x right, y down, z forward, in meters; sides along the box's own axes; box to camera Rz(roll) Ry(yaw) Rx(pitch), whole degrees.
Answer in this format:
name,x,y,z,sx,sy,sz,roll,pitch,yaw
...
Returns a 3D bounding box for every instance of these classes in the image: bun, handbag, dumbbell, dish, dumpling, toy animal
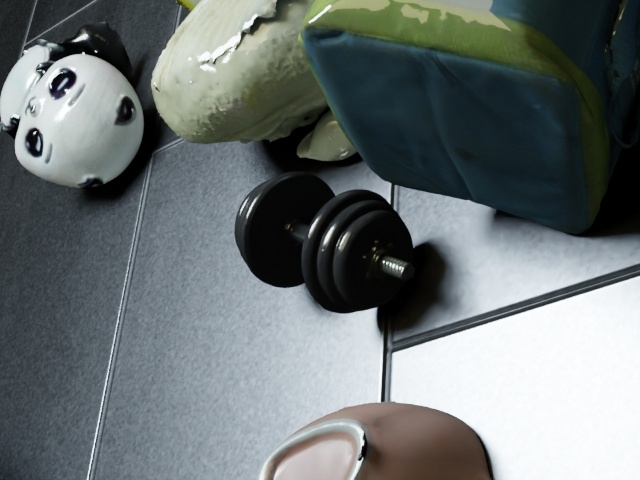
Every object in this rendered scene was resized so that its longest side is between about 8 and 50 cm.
name,x,y,z,sx,sy,sz,roll,pitch,yaw
bun,-0.042,-0.173,1.065,0.239,0.141,0.239,-35,21,15
handbag,0.129,-0.165,0.802,0.222,0.263,0.241,15,72,26
dumbbell,0.000,0.000,0.936,0.208,0.099,0.099,20,78,49
dish,0.015,0.195,0.781,0.213,0.090,0.213,-27,45,31
dumpling,0.018,-0.099,1.040,0.077,0.043,0.059,-49,19,32
toy animal,-0.265,-0.145,1.286,0.166,0.138,0.179,-63,31,16

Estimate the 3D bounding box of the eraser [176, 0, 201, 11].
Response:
name,x,y,z,sx,sy,sz,roll,pitch,yaw
eraser,-0.099,-0.322,1.232,0.069,0.158,0.226,-27,45,34
